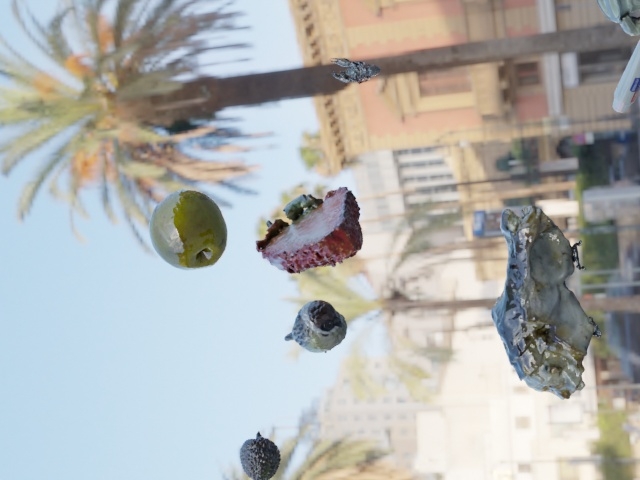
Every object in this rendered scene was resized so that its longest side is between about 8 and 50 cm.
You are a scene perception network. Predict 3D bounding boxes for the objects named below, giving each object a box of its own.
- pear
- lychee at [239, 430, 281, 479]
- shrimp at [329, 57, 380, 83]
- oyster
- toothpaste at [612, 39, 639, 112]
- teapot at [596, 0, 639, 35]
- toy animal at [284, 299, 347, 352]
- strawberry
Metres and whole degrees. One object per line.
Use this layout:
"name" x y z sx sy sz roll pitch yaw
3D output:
"pear" -0.257 -0.022 2.048 0.162 0.149 0.149 55 -177 26
"lychee" -0.093 0.339 1.662 0.068 0.067 0.083 -46 35 48
"shrimp" 0.055 -0.278 1.748 0.029 0.092 0.038 -9 -66 -58
"oyster" 0.381 0.106 1.812 0.133 0.198 0.337 -7 -82 -39
"toothpaste" 0.472 -0.270 1.548 0.033 0.052 0.218 51 153 27
"teapot" 0.522 -0.392 1.606 0.107 0.200 0.077 62 176 -16
"toy animal" -0.019 0.154 1.946 0.098 0.137 0.098 3 -93 -60
"strawberry" 0.000 0.000 1.783 0.106 0.188 0.286 52 176 -19
